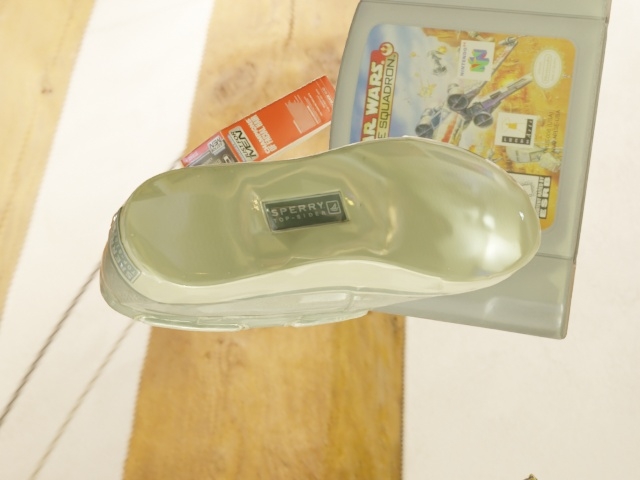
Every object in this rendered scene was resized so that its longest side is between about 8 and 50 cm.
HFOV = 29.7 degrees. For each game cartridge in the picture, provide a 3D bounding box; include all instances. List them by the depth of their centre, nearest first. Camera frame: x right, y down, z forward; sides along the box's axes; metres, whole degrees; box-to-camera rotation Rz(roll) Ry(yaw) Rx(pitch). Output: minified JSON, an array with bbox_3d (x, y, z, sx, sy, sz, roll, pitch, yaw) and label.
[{"bbox_3d":[0.107,-0.085,0.915,0.198,0.062,0.297,7,-88,12],"label":"game cartridge"}]

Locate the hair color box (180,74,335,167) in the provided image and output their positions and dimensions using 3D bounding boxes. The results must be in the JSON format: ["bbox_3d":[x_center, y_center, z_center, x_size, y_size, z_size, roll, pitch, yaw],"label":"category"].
[{"bbox_3d":[-0.061,-0.115,1.323,0.167,0.053,0.093,-35,-176,-38],"label":"hair color box"}]

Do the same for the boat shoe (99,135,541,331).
[{"bbox_3d":[0.000,0.001,0.595,0.081,0.228,0.079,-42,-124,56],"label":"boat shoe"}]

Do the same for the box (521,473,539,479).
[{"bbox_3d":[0.174,0.320,1.250,0.169,0.054,0.059,-39,-168,9],"label":"box"}]
